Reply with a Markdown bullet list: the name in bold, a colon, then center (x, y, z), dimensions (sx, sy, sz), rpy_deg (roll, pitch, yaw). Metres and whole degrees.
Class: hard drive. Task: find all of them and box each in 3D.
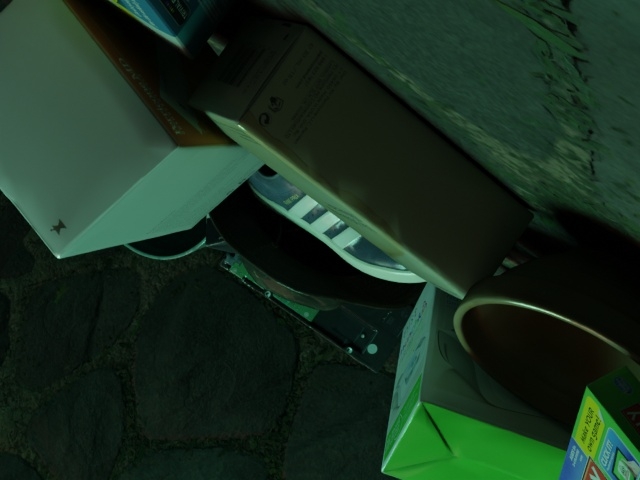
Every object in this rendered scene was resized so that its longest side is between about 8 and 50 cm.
- **hard drive**: center (0.025, 0.041, 2.158), dimensions (0.339, 0.237, 0.064), rpy_deg (35, 177, -13)

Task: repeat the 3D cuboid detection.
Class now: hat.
- **hat**: center (-0.020, 0.008, 1.670), dimensions (0.331, 0.134, 0.331), rpy_deg (17, -142, -14)

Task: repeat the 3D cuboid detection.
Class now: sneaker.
- **sneaker**: center (0.030, -0.068, 1.475), dimensions (0.350, 0.131, 0.148), rpy_deg (23, 152, 33)

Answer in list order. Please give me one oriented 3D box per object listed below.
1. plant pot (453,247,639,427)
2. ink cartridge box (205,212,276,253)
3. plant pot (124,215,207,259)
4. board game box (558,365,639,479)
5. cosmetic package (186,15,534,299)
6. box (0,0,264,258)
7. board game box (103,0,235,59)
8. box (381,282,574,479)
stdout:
- **plant pot**: center (0.253, 0.085, 1.163), dimensions (0.237, 0.109, 0.237), rpy_deg (29, 159, 12)
- **ink cartridge box**: center (0.000, 0.000, 1.924), dimensions (0.333, 0.065, 0.165), rpy_deg (12, 162, -42)
- **plant pot**: center (-0.207, -0.127, 2.038), dimensions (0.293, 0.293, 0.196), rpy_deg (34, -156, 25)
- **board game box**: center (0.290, 0.284, 1.108), dimensions (0.213, 0.046, 0.317), rpy_deg (54, 159, 34)
- **cosmetic package**: center (0.039, -0.079, 1.207), dimensions (0.309, 0.113, 0.160), rpy_deg (37, 177, -26)
- **box**: center (-0.205, -0.129, 1.308), dimensions (0.215, 0.168, 0.345), rpy_deg (51, -164, 5)
- **board game box**: center (-0.247, -0.305, 1.063), dimensions (0.336, 0.079, 0.254), rpy_deg (34, 177, 10)
- **box**: center (0.217, 0.176, 1.351), dimensions (0.262, 0.126, 0.231), rpy_deg (20, -142, -3)
